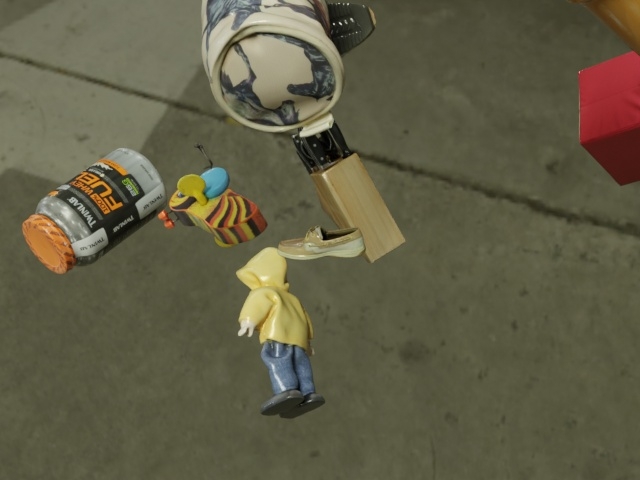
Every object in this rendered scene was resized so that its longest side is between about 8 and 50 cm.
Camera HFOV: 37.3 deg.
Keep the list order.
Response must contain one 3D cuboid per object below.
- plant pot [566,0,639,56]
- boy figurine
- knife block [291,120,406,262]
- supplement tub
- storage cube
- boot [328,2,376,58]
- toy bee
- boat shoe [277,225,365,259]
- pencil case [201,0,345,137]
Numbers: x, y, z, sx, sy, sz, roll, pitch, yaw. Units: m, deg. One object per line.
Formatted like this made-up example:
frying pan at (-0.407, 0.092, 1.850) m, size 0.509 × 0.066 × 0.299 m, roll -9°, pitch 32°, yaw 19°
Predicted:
plant pot at (0.409, -0.324, 1.161) m, size 0.205 × 0.188 × 0.205 m, roll -38°, pitch 15°, yaw 12°
boy figurine at (-0.078, 0.142, 1.558) m, size 0.092 × 0.177 × 0.285 m, roll -30°, pitch 63°, yaw 28°
knife block at (0.049, -0.119, 1.920) m, size 0.088 × 0.242 × 0.275 m, roll -32°, pitch 54°, yaw -10°
supplement tub at (-0.324, -0.041, 1.366) m, size 0.117 × 0.117 × 0.190 m, roll 26°, pitch 50°, yaw 28°
storage cube at (0.634, -0.248, 1.864) m, size 0.193 × 0.215 × 0.183 m, roll -18°, pitch 54°, yaw 38°
boot at (0.027, -0.304, 1.415) m, size 0.198 × 0.076 × 0.137 m, roll -10°, pitch 4°, yaw 39°
toy bee at (-0.230, -0.060, 1.888) m, size 0.162 × 0.195 × 0.298 m, roll -38°, pitch 22°, yaw -6°
boat shoe at (0.000, 0.000, 1.440) m, size 0.135 × 0.045 × 0.050 m, roll -4°, pitch 24°, yaw 7°
pencil case at (-0.062, -0.310, 1.214) m, size 0.160 × 0.184 × 0.410 m, roll -36°, pitch 40°, yaw 28°
